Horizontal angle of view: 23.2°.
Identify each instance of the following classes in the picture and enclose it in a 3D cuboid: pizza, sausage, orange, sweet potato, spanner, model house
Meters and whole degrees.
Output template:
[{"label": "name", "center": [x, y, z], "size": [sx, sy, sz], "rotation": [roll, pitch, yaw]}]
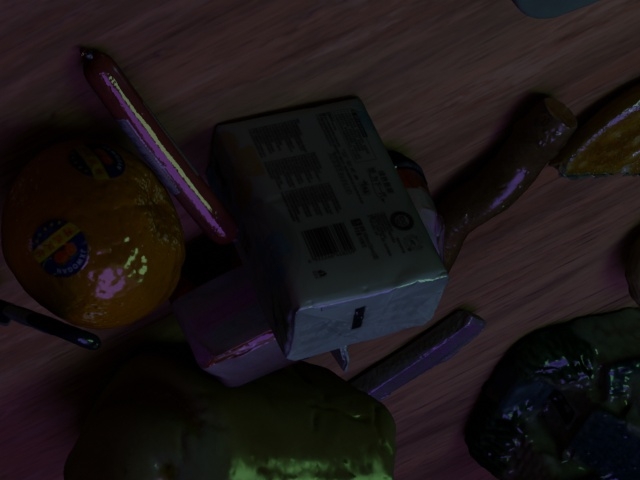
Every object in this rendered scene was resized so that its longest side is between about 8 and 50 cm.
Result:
[{"label": "pizza", "center": [0.362, -0.123, 1.754], "size": [0.185, 0.036, 0.176], "rotation": [-43, 145, 23]}, {"label": "sausage", "center": [-0.143, -0.080, 1.411], "size": [0.034, 0.034, 0.253], "rotation": [-30, 125, 8]}, {"label": "orange", "center": [-0.207, -0.005, 1.417], "size": [0.155, 0.177, 0.177], "rotation": [-38, 145, 16]}, {"label": "sweet potato", "center": [0.178, -0.048, 1.716], "size": [0.067, 0.059, 0.281], "rotation": [-4, 144, -49]}, {"label": "spanner", "center": [-0.279, 0.068, 1.425], "size": [0.087, 0.316, 0.024], "rotation": [27, 81, -29]}, {"label": "model house", "center": [0.386, 0.288, 2.142], "size": [0.243, 0.284, 0.298], "rotation": [-13, 146, -27]}]

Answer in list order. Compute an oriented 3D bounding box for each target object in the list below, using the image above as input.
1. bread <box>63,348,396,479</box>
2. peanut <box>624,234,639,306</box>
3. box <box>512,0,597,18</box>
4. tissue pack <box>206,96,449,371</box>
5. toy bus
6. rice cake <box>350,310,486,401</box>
[{"label": "bread", "center": [-0.124, 0.225, 1.774], "size": [0.341, 0.210, 0.300], "rotation": [4, 166, -26]}, {"label": "peanut", "center": [0.456, 0.034, 1.970], "size": [0.140, 0.109, 0.159], "rotation": [-26, 149, 1]}, {"label": "box", "center": [0.299, -0.383, 1.268], "size": [0.367, 0.090, 0.373], "rotation": [-21, 140, -7]}, {"label": "tissue pack", "center": [0.000, 0.000, 1.509], "size": [0.159, 0.229, 0.145], "rotation": [-14, 147, -19]}, {"label": "toy bus", "center": [-0.010, 0.034, 1.638], "size": [0.303, 0.147, 0.127], "rotation": [-25, 153, 2]}, {"label": "rice cake", "center": [0.119, 0.151, 1.983], "size": [0.207, 0.036, 0.047], "rotation": [-34, 156, 14]}]
